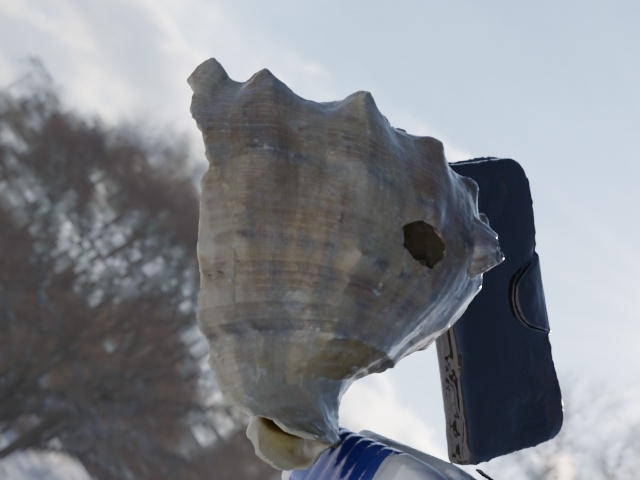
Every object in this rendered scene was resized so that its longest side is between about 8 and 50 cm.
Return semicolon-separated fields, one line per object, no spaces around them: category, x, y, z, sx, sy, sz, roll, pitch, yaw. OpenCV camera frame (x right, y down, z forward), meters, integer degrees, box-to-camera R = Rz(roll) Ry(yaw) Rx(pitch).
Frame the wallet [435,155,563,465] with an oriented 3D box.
wallet;0.175;0.068;1.761;0.042;0.165;0.310;-7;-88;51

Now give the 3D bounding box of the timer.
timer;0.107;0.211;1.156;0.253;0.078;0.178;37;-10;-23

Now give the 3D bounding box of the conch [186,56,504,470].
conch;0.009;-0.007;1.153;0.263;0.186;0.324;46;22;-31
